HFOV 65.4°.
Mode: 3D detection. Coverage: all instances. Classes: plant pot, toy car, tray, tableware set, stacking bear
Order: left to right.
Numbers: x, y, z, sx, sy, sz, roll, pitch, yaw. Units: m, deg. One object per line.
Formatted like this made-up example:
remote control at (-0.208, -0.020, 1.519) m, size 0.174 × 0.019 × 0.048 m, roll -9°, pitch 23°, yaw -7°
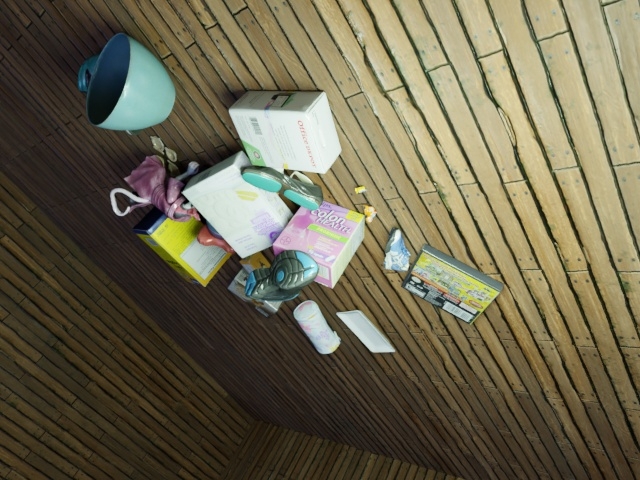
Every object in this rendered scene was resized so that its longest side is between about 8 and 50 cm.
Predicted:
plant pot at (-0.580, -0.470, 1.575) m, size 0.290 × 0.291 × 0.195 m, roll -3°, pitch 168°, yaw 43°
tableware set at (-0.605, -0.322, 1.943) m, size 0.141 × 0.020 × 0.169 m, roll 31°, pitch 141°, yaw 18°
stacking bear at (-0.355, -0.117, 1.887) m, size 0.175 × 0.164 × 0.289 m, roll 17°, pitch 135°, yaw -5°
tray at (0.199, 0.387, 2.147) m, size 0.145 × 0.030 × 0.270 m, roll -17°, pitch 121°, yaw 49°
toy car at (0.146, -0.111, 1.557) m, size 0.040 × 0.060 × 0.122 m, roll -16°, pitch 136°, yaw 11°

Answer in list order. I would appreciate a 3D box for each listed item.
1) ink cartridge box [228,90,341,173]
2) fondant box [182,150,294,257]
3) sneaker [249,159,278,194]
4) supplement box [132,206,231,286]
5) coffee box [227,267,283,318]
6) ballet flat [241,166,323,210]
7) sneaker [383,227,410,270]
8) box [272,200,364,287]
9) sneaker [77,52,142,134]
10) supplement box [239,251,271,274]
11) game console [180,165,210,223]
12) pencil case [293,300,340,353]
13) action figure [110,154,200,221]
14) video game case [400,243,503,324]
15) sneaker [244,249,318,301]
ink cartridge box at (-0.099, -0.318, 1.449) m, size 0.278 × 0.117 × 0.201 m, roll 11°, pitch 140°, yaw 31°
fondant box at (-0.270, -0.114, 1.714) m, size 0.238 × 0.096 × 0.330 m, roll -22°, pitch 123°, yaw 28°
sneaker at (-0.213, -0.214, 1.723) m, size 0.175 × 0.067 × 0.064 m, roll 43°, pitch 147°, yaw -9°
supplement box at (-0.599, 0.007, 2.171) m, size 0.195 × 0.194 × 0.357 m, roll 6°, pitch 141°, yaw 52°
coffee box at (-0.294, 0.240, 2.325) m, size 0.246 × 0.098 × 0.141 m, roll 38°, pitch 146°, yaw -5°
ballet flat at (-0.117, -0.187, 1.604) m, size 0.280 × 0.096 × 0.095 m, roll 24°, pitch 153°, yaw -19°
sneaker at (0.255, 0.031, 1.628) m, size 0.081 × 0.080 × 0.211 m, roll 16°, pitch 152°, yaw 16°
box at (0.000, 0.000, 1.646) m, size 0.213 × 0.243 × 0.117 m, roll 21°, pitch 145°, yaw 20°
sneaker at (-0.749, -0.513, 1.754) m, size 0.178 × 0.124 × 0.296 m, roll 10°, pitch 132°, yaw 24°
supplement box at (-0.252, 0.148, 2.196) m, size 0.080 × 0.078 × 0.233 m, roll 1°, pitch 134°, yaw 44°
game console at (-0.483, -0.189, 2.007) m, size 0.213 × 0.044 × 0.361 m, roll 45°, pitch 147°, yaw -15°
pencil case at (-0.014, 0.398, 2.269) m, size 0.124 × 0.114 × 0.273 m, roll -8°, pitch 129°, yaw 34°
action figure at (-0.592, -0.170, 1.866) m, size 0.370 × 0.275 × 0.248 m, roll 34°, pitch 141°, yaw 32°
video game case at (0.427, 0.150, 1.656) m, size 0.274 × 0.035 × 0.248 m, roll 29°, pitch 146°, yaw 10°
sneaker at (-0.101, 0.119, 1.589) m, size 0.139 × 0.125 × 0.340 m, roll 21°, pitch 154°, yaw -34°
